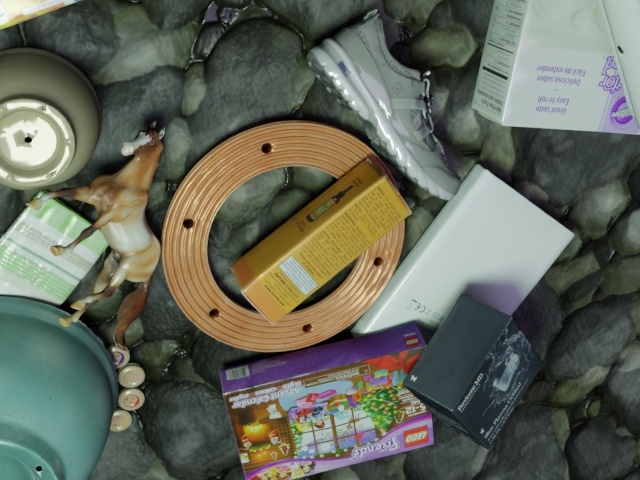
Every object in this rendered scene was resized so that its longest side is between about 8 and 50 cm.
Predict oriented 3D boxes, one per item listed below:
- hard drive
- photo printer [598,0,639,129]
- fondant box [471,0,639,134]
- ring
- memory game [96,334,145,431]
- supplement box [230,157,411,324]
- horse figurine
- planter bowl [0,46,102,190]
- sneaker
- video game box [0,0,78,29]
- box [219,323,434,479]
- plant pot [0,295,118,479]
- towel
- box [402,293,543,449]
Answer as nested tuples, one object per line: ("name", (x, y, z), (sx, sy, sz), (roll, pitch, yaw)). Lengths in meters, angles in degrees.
("hard drive", (0.213, 0.063, 1.184), (0.203, 0.040, 0.307), (30, 101, -28))
("photo printer", (0.458, -0.311, 0.947), (0.256, 0.107, 0.307), (-32, 121, -4))
("fondant box", (0.351, -0.311, 1.026), (0.238, 0.096, 0.330), (1, 115, -19))
("ring", (-0.047, -0.001, 1.074), (0.336, 0.032, 0.337), (-8, 117, -15))
("memory game", (-0.331, 0.209, 1.086), (0.186, 0.012, 0.186), (-7, 115, -15))
("supplement box", (0.000, 0.000, 1.028), (0.233, 0.078, 0.080), (-40, 120, 3))
("horse figurine", (-0.249, 0.003, 0.959), (0.174, 0.066, 0.263), (-40, 139, -41))
("planter bowl", (-0.323, -0.123, 0.880), (0.162, 0.109, 0.162), (-7, 115, -15))
("sneaker", (0.110, -0.163, 1.008), (0.115, 0.105, 0.281), (-43, 121, 0))
("video game box", (-0.287, -0.342, 0.827), (0.205, 0.048, 0.187), (-23, 117, -7))
("box", (0.016, 0.246, 1.167), (0.293, 0.057, 0.201), (-13, 123, -5))
("plant pot", (-0.397, 0.242, 0.959), (0.293, 0.196, 0.293), (-5, 119, -10))
("towel", (-0.348, 0.022, 0.992), (0.113, 0.023, 0.152), (38, 96, -31))
("box", (0.219, 0.188, 1.129), (0.156, 0.093, 0.158), (-54, 136, -11))
